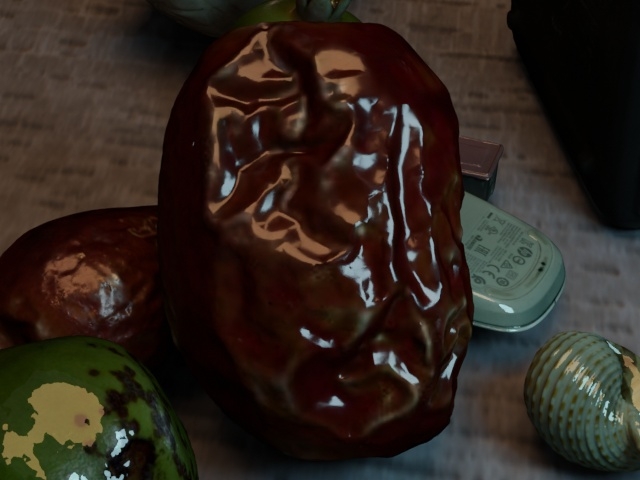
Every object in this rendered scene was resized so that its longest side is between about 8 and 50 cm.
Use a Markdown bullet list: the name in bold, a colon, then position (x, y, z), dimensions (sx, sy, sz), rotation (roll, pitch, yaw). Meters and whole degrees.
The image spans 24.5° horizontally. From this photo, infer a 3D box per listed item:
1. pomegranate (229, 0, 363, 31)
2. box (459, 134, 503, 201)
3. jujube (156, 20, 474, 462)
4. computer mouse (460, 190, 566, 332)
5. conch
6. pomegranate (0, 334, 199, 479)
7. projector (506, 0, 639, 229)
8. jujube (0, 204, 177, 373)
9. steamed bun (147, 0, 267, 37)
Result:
- **pomegranate**: position (-0.015, -0.203, 1.599), dimensions (0.187, 0.225, 0.187), rotation (10, 42, -9)
- **box**: position (0.146, -0.072, 1.568), dimensions (0.085, 0.063, 0.060), rotation (14, 46, 15)
- **jujube**: position (-0.001, 0.001, 1.271), dimensions (0.277, 0.276, 0.376), rotation (-3, 84, -1)
- **computer mouse**: position (0.095, 0.013, 1.452), dimensions (0.288, 0.097, 0.159), rotation (28, 39, 13)
- **conch**: position (0.249, 0.147, 1.294), dimensions (0.135, 0.102, 0.153), rotation (-15, 63, -38)
- **pomegranate**: position (-0.207, 0.202, 1.151), dimensions (0.270, 0.254, 0.254), rotation (40, 55, 19)
- **projector**: position (0.357, -0.282, 1.540), dimensions (0.242, 0.405, 0.395), rotation (-7, 42, -6)
- **jujube**: position (-0.195, 0.052, 1.361), dimensions (0.190, 0.190, 0.255), rotation (30, 34, 30)
- **steamed bun**: position (-0.094, -0.387, 1.809), dimensions (0.247, 0.236, 0.383), rotation (34, 58, 21)
